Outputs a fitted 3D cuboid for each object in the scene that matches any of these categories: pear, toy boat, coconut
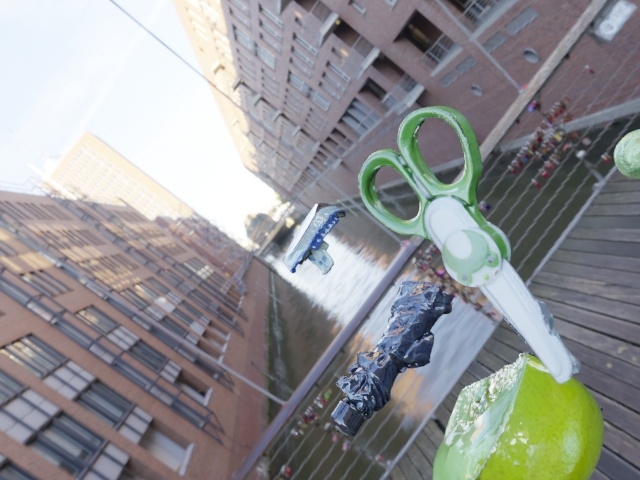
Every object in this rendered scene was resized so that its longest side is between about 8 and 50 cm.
[{"bbox_3d":[0.342,0.406,0.868,0.318,0.239,0.342,-56,-11,-25],"label":"pear"},{"bbox_3d":[0.000,0.000,1.253,0.114,0.115,0.262,-42,17,51],"label":"toy boat"},{"bbox_3d":[0.519,-0.139,0.774,0.096,0.088,0.088,-8,-33,-50],"label":"coconut"}]

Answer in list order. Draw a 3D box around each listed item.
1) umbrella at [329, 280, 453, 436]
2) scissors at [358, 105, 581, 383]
[{"bbox_3d":[0.091,0.148,0.605,0.080,0.071,0.224,5,44,46],"label":"umbrella"},{"bbox_3d":[0.107,0.007,0.339,0.027,0.204,0.101,-22,-16,-43],"label":"scissors"}]
